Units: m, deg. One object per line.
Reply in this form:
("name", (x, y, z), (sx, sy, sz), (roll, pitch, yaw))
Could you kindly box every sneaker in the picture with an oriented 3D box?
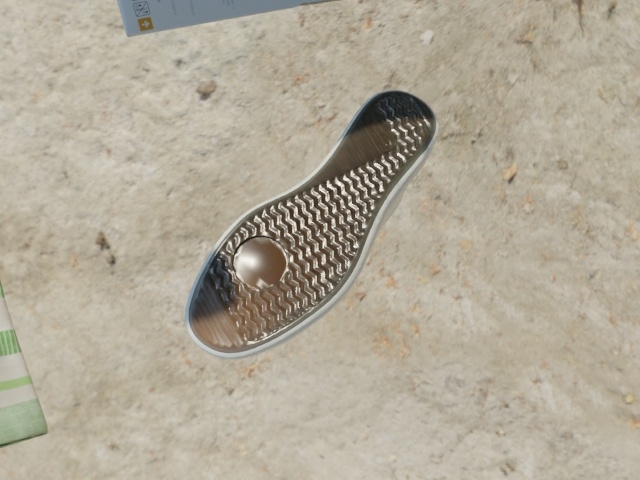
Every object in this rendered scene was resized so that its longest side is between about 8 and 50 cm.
("sneaker", (0.000, 0.000, 0.614), (0.106, 0.290, 0.123), (41, 159, 9))

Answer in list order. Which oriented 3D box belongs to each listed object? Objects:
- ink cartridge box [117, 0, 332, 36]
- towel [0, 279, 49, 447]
("ink cartridge box", (-0.127, -0.426, 0.851), (0.307, 0.072, 0.304), (-14, 132, -8))
("towel", (-0.475, 0.112, 0.869), (0.038, 0.248, 0.325), (-26, 79, 16))
